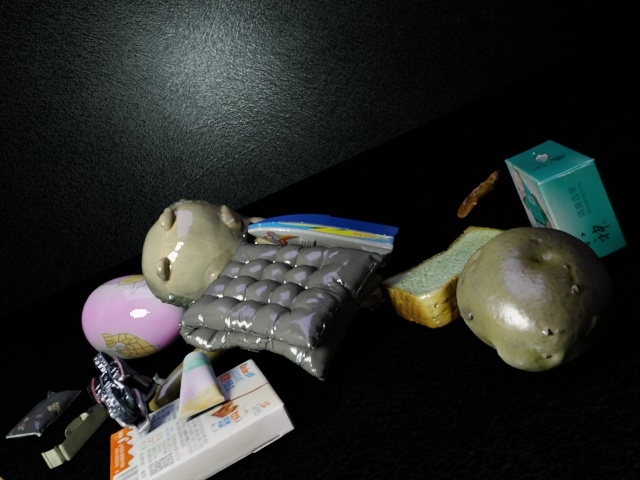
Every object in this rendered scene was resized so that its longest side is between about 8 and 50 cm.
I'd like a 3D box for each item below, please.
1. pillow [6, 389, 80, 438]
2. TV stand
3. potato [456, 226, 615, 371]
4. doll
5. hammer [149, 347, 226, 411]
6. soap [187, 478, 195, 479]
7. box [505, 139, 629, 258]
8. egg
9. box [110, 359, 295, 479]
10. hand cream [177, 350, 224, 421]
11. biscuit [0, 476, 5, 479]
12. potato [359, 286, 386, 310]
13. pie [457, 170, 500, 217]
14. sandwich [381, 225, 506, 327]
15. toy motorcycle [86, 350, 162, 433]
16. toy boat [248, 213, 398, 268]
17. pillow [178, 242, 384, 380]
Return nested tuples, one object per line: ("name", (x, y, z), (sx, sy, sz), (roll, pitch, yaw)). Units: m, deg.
("pillow", (-0.575, 0.362, 1.647), (0.090, 0.048, 0.150), (-28, 14, 29))
("TV stand", (-0.437, 0.340, 1.494), (0.042, 0.036, 0.249), (-22, 13, 20))
("potato", (0.265, 0.069, 0.982), (0.178, 0.160, 0.235), (-43, 16, 21))
("doll", (-0.199, 0.038, 1.689), (0.349, 0.247, 0.247), (13, -10, -31))
("hammer", (-0.210, 0.209, 1.482), (0.305, 0.113, 0.202), (-43, 17, -31))
("soap", (-0.213, 0.357, 0.904), (0.232, 0.073, 0.140), (-22, 17, 12))
("box", (0.388, -0.065, 1.271), (0.092, 0.153, 0.245), (-24, 11, 7))
("egg", (-0.414, 0.168, 1.783), (0.271, 0.196, 0.196), (-27, 10, 34))
("box", (-0.188, 0.289, 1.191), (0.265, 0.048, 0.273), (-28, 11, -10))
("hand cream", (-0.191, 0.229, 1.251), (0.076, 0.047, 0.174), (-24, 19, -3))
("biscuit", (-0.580, 0.453, 1.211), (0.259, 0.079, 0.259), (-24, 12, 6))
("potato", (0.026, 0.082, 1.516), (0.243, 0.098, 0.138), (-15, 15, 36))
("pie", (0.346, -0.093, 1.749), (0.088, 0.033, 0.191), (-35, 5, 38))
("sandwich", (0.223, 0.057, 1.297), (0.214, 0.065, 0.186), (-29, 13, -12))
("toy motorcycle", (-0.315, 0.253, 1.281), (0.082, 0.122, 0.213), (-50, 24, -2))
("toy boat", (0.000, 0.000, 1.583), (0.295, 0.088, 0.129), (9, -18, -1))
("pillow", (-0.072, 0.102, 1.339), (0.326, 0.101, 0.228), (6, 44, 36))
